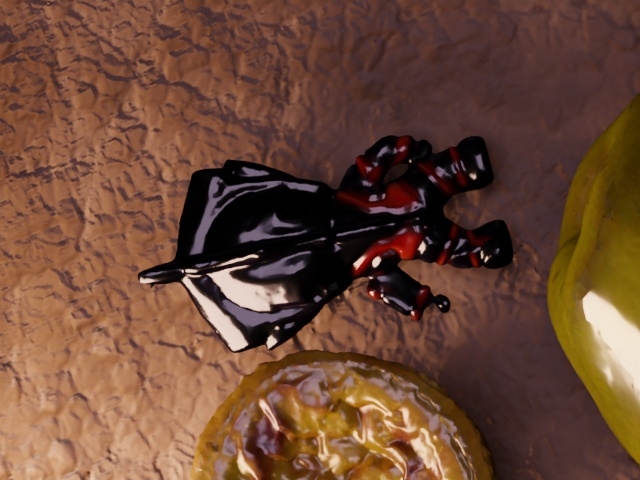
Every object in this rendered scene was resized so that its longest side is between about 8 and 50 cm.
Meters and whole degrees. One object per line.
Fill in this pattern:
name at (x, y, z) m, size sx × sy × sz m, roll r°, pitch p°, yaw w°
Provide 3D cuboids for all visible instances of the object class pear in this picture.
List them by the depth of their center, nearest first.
pear at (0.281, 0.031, 1.085) m, size 0.294 × 0.294 × 0.294 m, roll -1°, pitch 86°, yaw 17°

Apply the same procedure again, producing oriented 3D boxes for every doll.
doll at (0.001, 0.002, 1.268) m, size 0.248 × 0.088 × 0.127 m, roll -16°, pitch 61°, yaw 6°

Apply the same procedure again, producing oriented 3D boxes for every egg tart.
egg tart at (0.027, 0.171, 1.209) m, size 0.202 × 0.147 × 0.203 m, roll -1°, pitch 85°, yaw 15°
